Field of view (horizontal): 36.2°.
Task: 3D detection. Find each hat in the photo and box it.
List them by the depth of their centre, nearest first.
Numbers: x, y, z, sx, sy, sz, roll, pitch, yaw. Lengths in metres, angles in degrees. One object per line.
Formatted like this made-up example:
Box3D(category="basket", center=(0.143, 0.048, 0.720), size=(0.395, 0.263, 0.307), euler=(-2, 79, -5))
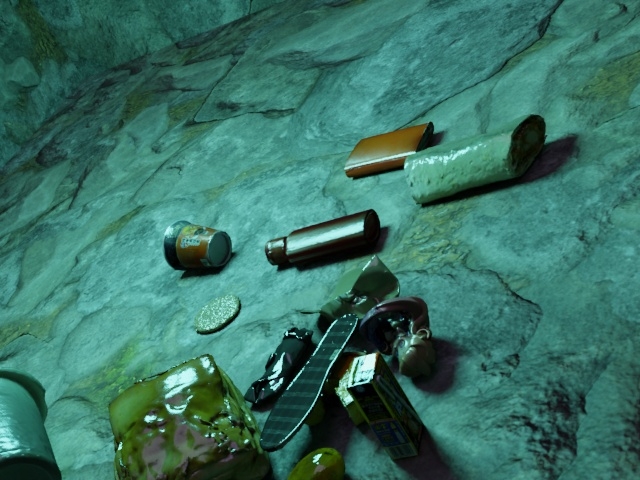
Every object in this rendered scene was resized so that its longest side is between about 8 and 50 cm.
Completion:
Box3D(category="hat", center=(0.061, 0.130, 1.895), size=(0.166, 0.144, 0.173), euler=(-41, -15, -24))

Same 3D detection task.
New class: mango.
Box3D(category="mango", center=(-0.010, 0.378, 1.555), size=(0.114, 0.057, 0.079), euler=(-44, 34, -7))

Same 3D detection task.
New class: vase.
Box3D(category="vase", center=(-0.632, 0.415, 1.915), size=(0.245, 0.245, 0.291), euler=(-35, 33, -9))

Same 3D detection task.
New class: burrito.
Box3D(category="burrito", center=(0.329, -0.175, 2.074), size=(0.299, 0.105, 0.143), euler=(-17, 27, 27))

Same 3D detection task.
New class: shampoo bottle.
Box3D(category="shampoo bottle", center=(0.000, 0.000, 2.143), size=(0.260, 0.064, 0.102), euler=(-15, 32, 27))

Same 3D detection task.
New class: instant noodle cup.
Box3D(category="instant noodle cup", center=(-0.290, 0.015, 2.355), size=(0.135, 0.127, 0.127), euler=(5, 44, 37))

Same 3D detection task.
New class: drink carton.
Box3D(category="drink carton", center=(0.103, 0.257, 1.519), size=(0.056, 0.166, 0.071), euler=(-17, 31, 24))

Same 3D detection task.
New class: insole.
Box3D(category="insole", center=(-0.017, 0.240, 1.687), size=(0.110, 0.012, 0.309), euler=(-11, 35, 49))

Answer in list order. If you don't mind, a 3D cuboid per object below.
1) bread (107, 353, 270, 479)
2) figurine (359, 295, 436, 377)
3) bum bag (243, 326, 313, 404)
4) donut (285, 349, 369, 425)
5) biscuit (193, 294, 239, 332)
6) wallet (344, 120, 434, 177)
Box3D(category="bread", center=(-0.255, 0.344, 1.723), size=(0.277, 0.167, 0.324), euler=(-31, 27, 0))
Box3D(category="figurine", center=(0.153, 0.168, 1.697), size=(0.114, 0.126, 0.157), euler=(-2, 34, -44))
Box3D(category="bum bag", center=(-0.077, 0.231, 1.861), size=(0.087, 0.049, 0.198), euler=(-11, 34, 41))
Box3D(category="donut", center=(0.033, 0.256, 1.692), size=(0.181, 0.078, 0.146), euler=(-15, 30, 39))
Box3D(category="biscuit", center=(-0.228, 0.160, 2.155), size=(0.120, 0.015, 0.120), euler=(-24, 29, 14))
Box3D(category="wallet", center=(0.167, -0.217, 2.357), size=(0.204, 0.045, 0.142), euler=(-10, 36, 35))
